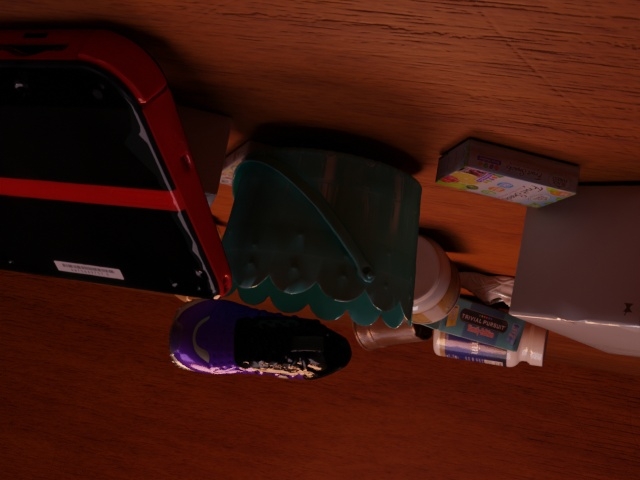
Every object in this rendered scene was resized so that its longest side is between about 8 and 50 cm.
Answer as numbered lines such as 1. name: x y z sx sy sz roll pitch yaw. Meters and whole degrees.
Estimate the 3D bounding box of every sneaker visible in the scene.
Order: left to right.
1. sneaker: -0.066 0.137 1.241 0.146 0.102 0.293 -2 170 40
2. sneaker: 0.333 0.099 1.875 0.152 0.061 0.053 7 171 26

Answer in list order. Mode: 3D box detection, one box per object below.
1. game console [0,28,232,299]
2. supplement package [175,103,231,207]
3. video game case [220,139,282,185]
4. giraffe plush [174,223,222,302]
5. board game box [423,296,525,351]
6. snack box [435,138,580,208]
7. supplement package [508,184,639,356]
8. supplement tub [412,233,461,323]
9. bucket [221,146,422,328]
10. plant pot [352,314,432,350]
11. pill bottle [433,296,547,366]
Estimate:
1. game console: -0.307 -0.083 1.051 0.386 0.060 0.342 6 135 26
2. supplement package: -0.212 -0.114 1.140 0.179 0.105 0.105 12 168 -10
3. video game case: -0.028 -0.086 1.326 0.227 0.026 0.206 14 169 -18
4. giraffe plush: -0.284 0.011 1.853 0.170 0.181 0.210 16 -151 34
5. board game box: 0.235 0.141 1.981 0.253 0.079 0.336 18 179 -38
6. snack box: 0.220 -0.077 1.083 0.141 0.037 0.100 12 171 -12
7. supplement package: 0.407 0.050 1.196 0.177 0.175 0.293 3 168 42
8. supplement tub: 0.169 0.067 1.629 0.144 0.144 0.199 7 169 18
9. bucket: 0.000 0.000 1.185 0.281 0.183 0.281 9 169 2
10. plant pot: 0.192 0.195 2.310 0.165 0.167 0.167 -6 162 36
11. pill bottle: 0.418 0.225 2.221 0.264 0.153 0.153 7 169 17
